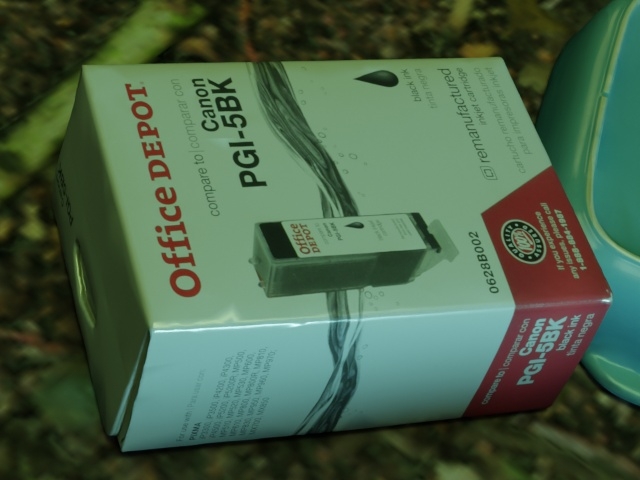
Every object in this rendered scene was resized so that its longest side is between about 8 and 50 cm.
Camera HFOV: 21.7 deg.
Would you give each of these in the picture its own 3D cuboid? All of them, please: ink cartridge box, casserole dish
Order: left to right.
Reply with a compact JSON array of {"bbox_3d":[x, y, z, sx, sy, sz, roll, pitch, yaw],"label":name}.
[{"bbox_3d":[0.000,0.000,0.482,0.135,0.056,0.099,-4,52,-21],"label":"ink cartridge box"},{"bbox_3d":[0.128,-0.022,0.557,0.114,0.037,0.188,20,47,1],"label":"casserole dish"}]
